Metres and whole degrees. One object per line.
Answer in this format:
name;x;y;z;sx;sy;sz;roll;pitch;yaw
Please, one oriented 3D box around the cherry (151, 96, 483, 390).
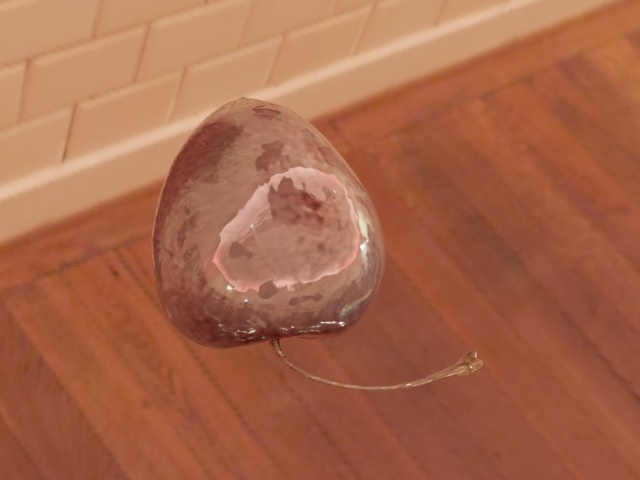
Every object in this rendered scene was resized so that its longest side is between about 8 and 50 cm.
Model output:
cherry;-0.002;-0.006;0.794;0.188;0.115;0.148;-5;54;-22
